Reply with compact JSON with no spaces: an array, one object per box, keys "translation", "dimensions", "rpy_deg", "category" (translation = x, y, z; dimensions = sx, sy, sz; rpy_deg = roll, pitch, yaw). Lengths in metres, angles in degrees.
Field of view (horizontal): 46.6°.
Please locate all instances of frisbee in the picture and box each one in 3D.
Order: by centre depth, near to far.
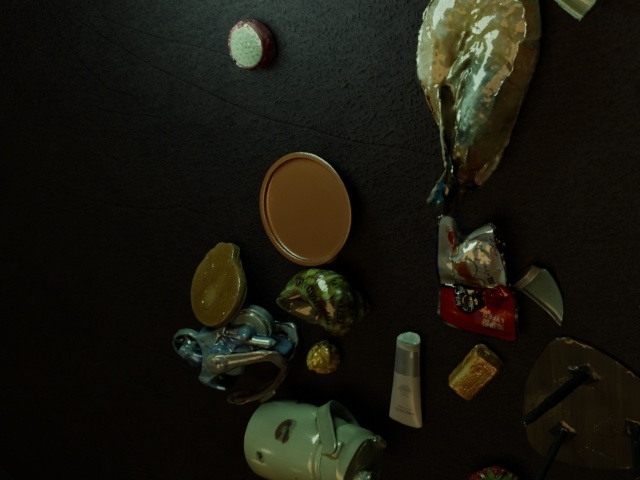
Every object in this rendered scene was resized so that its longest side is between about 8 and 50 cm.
[{"translation":[-0.033,-0.067,1.603],"dimensions":[0.251,0.021,0.250],"rpy_deg":[11,108,36],"category":"frisbee"}]

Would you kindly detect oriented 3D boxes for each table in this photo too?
[{"translation":[0.492,0.391,1.373],"dimensions":[0.318,0.249,0.317],"rpy_deg":[17,123,27],"category":"table"}]

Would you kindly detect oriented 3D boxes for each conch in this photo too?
[{"translation":[0.013,0.136,1.657],"dimensions":[0.181,0.124,0.187],"rpy_deg":[40,155,-2],"category":"conch"}]

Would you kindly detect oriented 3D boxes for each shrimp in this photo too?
[{"translation":[0.250,-0.247,1.291],"dimensions":[0.221,0.110,0.445],"rpy_deg":[25,123,29],"category":"shrimp"}]

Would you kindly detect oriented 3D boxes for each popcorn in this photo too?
[{"translation":[0.005,0.269,1.771],"dimensions":[0.084,0.084,0.084],"rpy_deg":[17,123,27],"category":"popcorn"}]

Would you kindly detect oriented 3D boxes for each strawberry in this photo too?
[{"translation":[0.396,0.570,1.656],"dimensions":[0.147,0.082,0.187],"rpy_deg":[35,136,21],"category":"strawberry"}]

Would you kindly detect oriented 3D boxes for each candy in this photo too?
[{"translation":[-0.141,-0.397,1.513],"dimensions":[0.103,0.043,0.103],"rpy_deg":[17,124,27],"category":"candy"}]

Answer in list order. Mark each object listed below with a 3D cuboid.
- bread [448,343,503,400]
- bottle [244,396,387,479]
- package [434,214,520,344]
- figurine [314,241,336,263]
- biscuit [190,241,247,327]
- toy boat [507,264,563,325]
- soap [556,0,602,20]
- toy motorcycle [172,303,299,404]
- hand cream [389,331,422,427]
[{"translation":[0.324,0.277,1.559],"dimensions":[0.074,0.053,0.132],"rpy_deg":[35,130,9],"category":"bread"},{"translation":[0.006,0.497,1.782],"dimensions":[0.352,0.229,0.229],"rpy_deg":[2,116,43],"category":"bottle"},{"translation":[0.300,0.073,1.454],"dimensions":[0.194,0.071,0.269],"rpy_deg":[24,140,47],"category":"package"},{"translation":[0.000,0.000,1.639],"dimensions":[0.064,0.047,0.109],"rpy_deg":[-2,110,67],"category":"figurine"},{"translation":[-0.239,0.114,1.790],"dimensions":[0.181,0.049,0.208],"rpy_deg":[-43,48,25],"category":"biscuit"},{"translation":[0.427,0.104,1.411],"dimensions":[0.122,0.034,0.096],"rpy_deg":[38,134,0],"category":"toy boat"},{"translation":[0.343,-0.419,1.115],"dimensions":[0.198,0.114,0.063],"rpy_deg":[42,131,9],"category":"soap"},{"translation":[-0.210,0.294,1.829],"dimensions":[0.319,0.182,0.240],"rpy_deg":[-23,81,32],"category":"toy motorcycle"},{"translation":[0.196,0.319,1.674],"dimensions":[0.080,0.048,0.255],"rpy_deg":[15,123,26],"category":"hand cream"}]
